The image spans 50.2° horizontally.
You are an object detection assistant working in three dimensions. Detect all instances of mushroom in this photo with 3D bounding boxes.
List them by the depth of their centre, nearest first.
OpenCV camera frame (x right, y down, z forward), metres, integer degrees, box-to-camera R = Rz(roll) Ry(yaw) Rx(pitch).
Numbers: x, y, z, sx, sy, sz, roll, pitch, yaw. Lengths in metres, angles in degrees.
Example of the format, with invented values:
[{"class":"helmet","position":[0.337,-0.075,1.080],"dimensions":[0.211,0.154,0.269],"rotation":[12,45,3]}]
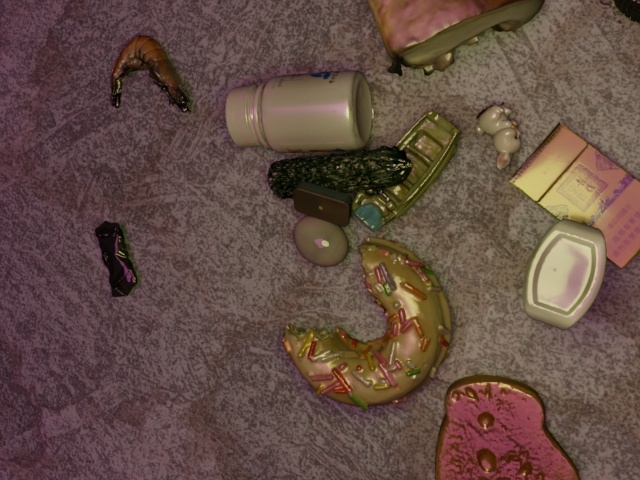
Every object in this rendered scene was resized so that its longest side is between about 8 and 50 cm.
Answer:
[{"class":"mushroom","position":[0.217,-0.563,1.352],"dimensions":[0.314,0.224,0.397],"rotation":[-25,82,20]}]

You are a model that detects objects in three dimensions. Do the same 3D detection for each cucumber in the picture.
[{"class":"cucumber","position":[0.046,-0.145,1.425],"dimensions":[0.360,0.096,0.096],"rotation":[-4,90,39]}]

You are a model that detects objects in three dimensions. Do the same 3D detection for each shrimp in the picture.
[{"class":"shrimp","position":[-0.424,-0.365,1.671],"dimensions":[0.198,0.051,0.262],"rotation":[-43,75,22]}]

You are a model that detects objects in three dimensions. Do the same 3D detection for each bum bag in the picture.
[{"class":"bum bag","position":[-0.513,0.044,1.702],"dimensions":[0.087,0.049,0.197],"rotation":[-20,85,23]}]

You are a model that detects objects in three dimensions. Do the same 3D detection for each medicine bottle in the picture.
[{"class":"medicine bottle","position":[0.438,0.058,1.228],"dimensions":[0.124,0.324,0.179],"rotation":[19,94,18]},{"class":"medicine bottle","position":[-0.045,-0.272,1.473],"dimensions":[0.293,0.170,0.170],"rotation":[-1,90,19]}]

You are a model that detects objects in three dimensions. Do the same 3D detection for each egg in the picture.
[{"class":"egg","position":[0.000,0.000,1.495],"dimensions":[0.135,0.103,0.103],"rotation":[37,102,21]}]

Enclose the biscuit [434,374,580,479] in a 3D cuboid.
[{"class":"biscuit","position":[0.378,0.450,1.396],"dimensions":[0.288,0.057,0.343],"rotation":[3,91,19]}]

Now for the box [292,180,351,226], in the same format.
[{"class":"box","position":[0.005,-0.079,1.435],"dimensions":[0.126,0.091,0.031],"rotation":[17,61,13]}]

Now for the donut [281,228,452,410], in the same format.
[{"class":"donut","position":[0.106,0.196,1.438],"dimensions":[0.307,0.150,0.371],"rotation":[45,103,13]}]

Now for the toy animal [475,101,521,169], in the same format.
[{"class":"toy animal","position":[0.368,-0.213,1.383],"dimensions":[0.085,0.071,0.124],"rotation":[-33,80,16]}]

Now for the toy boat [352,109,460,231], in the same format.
[{"class":"toy boat","position":[0.182,-0.141,1.446],"dimensions":[0.111,0.084,0.276],"rotation":[42,100,17]}]

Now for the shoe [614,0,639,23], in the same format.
[{"class":"shoe","position":[0.656,-0.447,1.286],"dimensions":[0.195,0.074,0.077],"rotation":[24,87,15]}]

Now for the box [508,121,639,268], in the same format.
[{"class":"box","position":[0.532,-0.089,1.347],"dimensions":[0.279,0.041,0.153],"rotation":[42,104,13]}]
